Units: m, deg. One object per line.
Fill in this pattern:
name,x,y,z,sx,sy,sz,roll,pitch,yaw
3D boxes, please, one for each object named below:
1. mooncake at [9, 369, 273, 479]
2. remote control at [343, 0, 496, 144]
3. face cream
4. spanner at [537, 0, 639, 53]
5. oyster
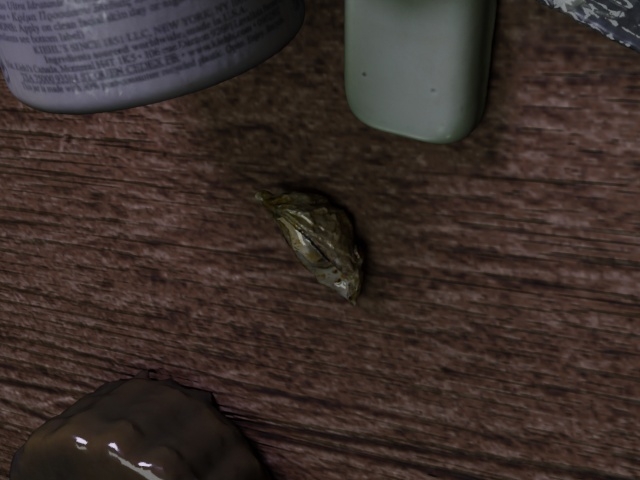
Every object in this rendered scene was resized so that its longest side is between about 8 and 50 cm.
mooncake,-0.136,0.217,0.939,0.228,0.124,0.228,15,124,23
remote control,0.052,-0.188,0.577,0.090,0.038,0.310,16,128,24
face cream,-0.106,-0.168,0.610,0.177,0.177,0.153,8,125,33
spanner,0.130,-0.115,0.545,0.325,0.026,0.093,28,132,5
oyster,0.000,0.000,0.760,0.080,0.038,0.083,29,159,31
